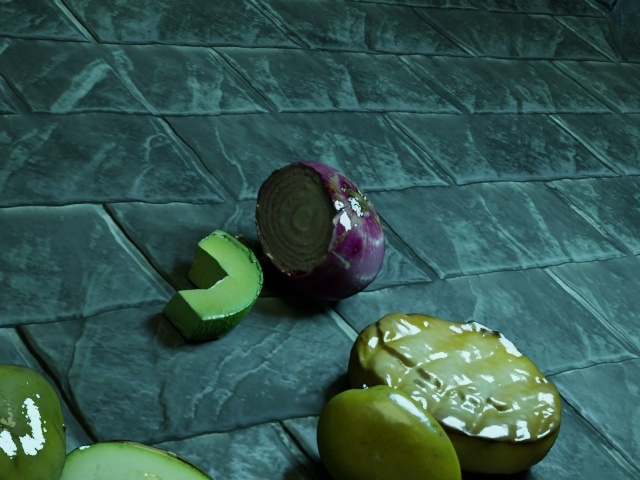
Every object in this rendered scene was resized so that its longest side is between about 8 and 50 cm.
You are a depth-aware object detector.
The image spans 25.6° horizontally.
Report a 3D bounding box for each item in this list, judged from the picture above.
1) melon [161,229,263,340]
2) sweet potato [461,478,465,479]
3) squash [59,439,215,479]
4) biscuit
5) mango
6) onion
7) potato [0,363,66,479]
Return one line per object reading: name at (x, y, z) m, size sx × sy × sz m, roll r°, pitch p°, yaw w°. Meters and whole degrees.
melon at (-0.145, 0.070, 1.927) m, size 0.118 × 0.064 × 0.209 m, roll 27°, pitch 31°, yaw 8°
sweet potato at (0.171, 0.314, 1.745) m, size 0.179 × 0.044 × 0.044 m, roll 21°, pitch 28°, yaw -3°
squash at (-0.191, 0.300, 1.523) m, size 0.219 × 0.041 × 0.219 m, roll 19°, pitch 25°, yaw -9°
biscuit at (0.177, 0.206, 1.875) m, size 0.296 × 0.102 × 0.296 m, roll 16°, pitch 25°, yaw -8°
mango at (0.084, 0.258, 1.703) m, size 0.195 × 0.137 × 0.098 m, roll 44°, pitch -3°, yaw 8°
onion at (0.009, -0.010, 2.063) m, size 0.200 × 0.200 × 0.207 m, roll -4°, pitch 25°, yaw -40°
potato at (-0.341, 0.214, 1.449) m, size 0.154 × 0.137 × 0.200 m, roll 8°, pitch 37°, yaw -4°
